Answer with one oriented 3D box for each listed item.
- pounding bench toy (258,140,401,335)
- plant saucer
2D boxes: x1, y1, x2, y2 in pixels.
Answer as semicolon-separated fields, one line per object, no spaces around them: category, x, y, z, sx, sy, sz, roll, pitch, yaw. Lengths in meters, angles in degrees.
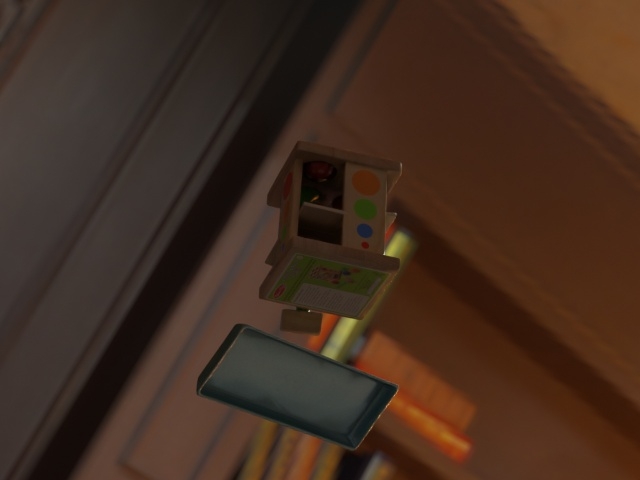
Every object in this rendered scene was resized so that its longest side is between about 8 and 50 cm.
pounding bench toy;0.000;0.000;0.932;0.052;0.065;0.083;12;-33;-14
plant saucer;-0.018;0.113;1.538;0.192;0.067;0.018;25;14;-47
